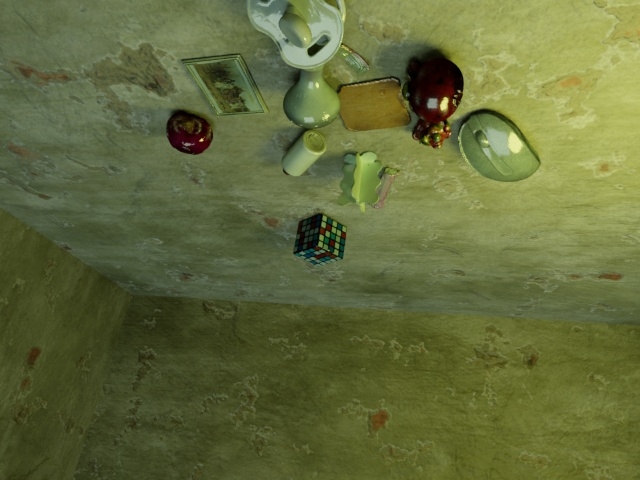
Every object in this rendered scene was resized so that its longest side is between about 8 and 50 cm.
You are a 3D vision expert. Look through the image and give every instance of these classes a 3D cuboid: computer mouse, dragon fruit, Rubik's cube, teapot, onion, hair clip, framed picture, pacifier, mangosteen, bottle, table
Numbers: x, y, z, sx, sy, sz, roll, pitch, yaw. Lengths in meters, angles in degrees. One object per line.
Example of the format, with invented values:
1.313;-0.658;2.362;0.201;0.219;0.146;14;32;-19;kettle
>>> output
0.621;-0.298;1.706;0.373;0.114;0.203;28;149;-32;computer mouse
0.368;-0.366;1.672;0.138;0.175;0.142;-16;115;25;dragon fruit
0.000;0.000;2.441;0.182;0.184;0.187;29;146;-35;Rubik's cube
-0.025;-0.473;1.510;0.183;0.184;0.251;7;142;4;teapot
-0.493;-0.378;1.875;0.173;0.135;0.198;12;156;1;onion
0.086;-0.541;1.482;0.137;0.022;0.054;27;150;-27;hair clip
-0.314;-0.512;1.677;0.217;0.017;0.274;-1;152;18;framed picture
-0.056;-0.562;1.258;0.227;0.207;0.279;-33;119;27;pacifier
0.322;-0.444;1.460;0.199;0.200;0.200;7;154;3;mangosteen
-0.077;-0.319;1.901;0.104;0.104;0.245;20;152;-22;bottle
0.153;-0.220;1.918;0.166;0.198;0.166;7;155;3;table

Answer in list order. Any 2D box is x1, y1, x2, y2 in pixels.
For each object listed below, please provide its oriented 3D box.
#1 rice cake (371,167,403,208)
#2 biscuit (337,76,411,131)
0.271;-0.209;2.074;0.081;0.051;0.290;11;155;-2;rice cake
0.170;-0.446;1.662;0.236;0.013;0.232;-3;152;21;biscuit
